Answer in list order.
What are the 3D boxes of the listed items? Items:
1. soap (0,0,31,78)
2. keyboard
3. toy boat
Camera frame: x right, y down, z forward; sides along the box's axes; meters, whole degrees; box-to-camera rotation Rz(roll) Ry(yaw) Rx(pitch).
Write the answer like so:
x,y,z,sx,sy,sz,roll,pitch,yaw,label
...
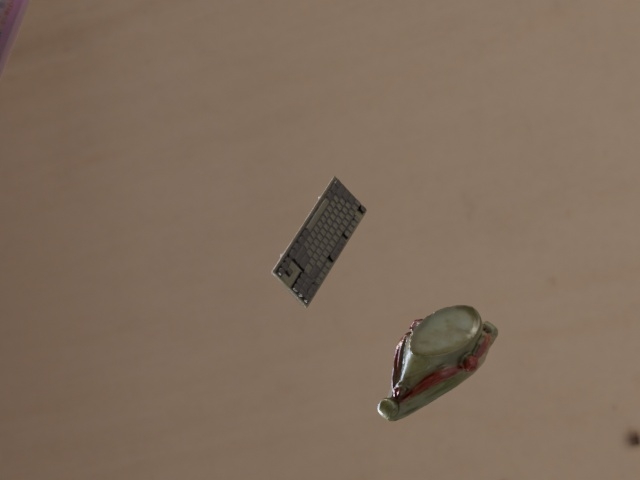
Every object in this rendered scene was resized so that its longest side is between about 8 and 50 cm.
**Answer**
x,y,z,sx,sy,sz,roll,pitch,yaw,label
-0.324,-0.193,1.244,0.182,0.199,0.138,12,-134,-20,soap
0.000,0.000,1.503,0.049,0.015,0.129,50,-128,-23,keyboard
0.126,0.119,1.695,0.185,0.089,0.071,-33,-38,-36,toy boat
